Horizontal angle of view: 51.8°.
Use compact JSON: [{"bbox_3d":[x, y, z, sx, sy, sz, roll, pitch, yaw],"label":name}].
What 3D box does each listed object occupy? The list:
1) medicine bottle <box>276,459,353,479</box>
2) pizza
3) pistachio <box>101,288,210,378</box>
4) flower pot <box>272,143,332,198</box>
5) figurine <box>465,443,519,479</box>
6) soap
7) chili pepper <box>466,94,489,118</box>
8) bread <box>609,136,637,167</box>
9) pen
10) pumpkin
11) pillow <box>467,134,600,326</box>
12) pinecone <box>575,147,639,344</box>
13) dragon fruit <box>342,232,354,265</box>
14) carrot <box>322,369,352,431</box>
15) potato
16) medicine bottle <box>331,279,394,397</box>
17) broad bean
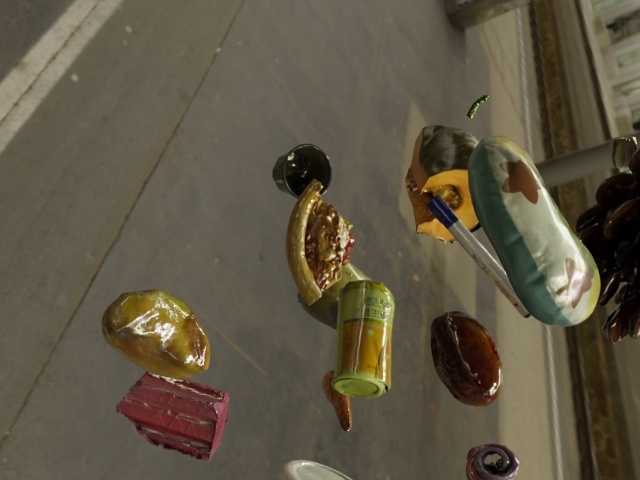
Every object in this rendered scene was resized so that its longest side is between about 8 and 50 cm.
[{"bbox_3d":[-0.023,0.730,1.700,0.253,0.253,0.240,23,89,-55],"label":"medicine bottle"},{"bbox_3d":[-0.006,0.002,1.328,0.134,0.056,0.271,18,62,-11],"label":"pizza"},{"bbox_3d":[-0.246,0.139,0.980,0.189,0.110,0.100,37,34,-36],"label":"pistachio"},{"bbox_3d":[-0.060,-0.189,1.834,0.158,0.107,0.157,-3,97,-31],"label":"flower pot"},{"bbox_3d":[0.394,0.552,1.541,0.126,0.114,0.157,-123,-150,-48],"label":"figurine"},{"bbox_3d":[-0.350,0.403,1.552,0.099,0.250,0.162,-60,166,-67],"label":"soap"},{"bbox_3d":[0.433,-0.374,1.823,0.022,0.083,0.027,24,35,-20],"label":"chili pepper"},{"bbox_3d":[0.580,-0.170,1.264,0.109,0.043,0.062,-19,103,-70],"label":"bread"},{"bbox_3d":[0.286,0.027,1.179,0.269,0.033,0.033,51,26,12],"label":"pen"},{"bbox_3d":[0.370,-0.164,1.859,0.303,0.257,0.225,101,-18,-51],"label":"pumpkin"},{"bbox_3d":[0.240,-0.013,0.749,0.233,0.086,0.214,61,23,2],"label":"pillow"},{"bbox_3d":[0.599,0.024,1.070,0.398,0.398,0.397,37,44,-47],"label":"pinecone"},{"bbox_3d":[0.009,0.002,1.697,0.125,0.125,0.246,51,9,26],"label":"dragon fruit"},{"bbox_3d":[0.038,0.344,1.435,0.256,0.061,0.061,-106,173,-79],"label":"carrot"},{"bbox_3d":[0.071,0.172,1.906,0.308,0.210,0.173,33,38,-17],"label":"potato"},{"bbox_3d":[0.090,0.195,1.359,0.124,0.124,0.238,42,44,-44],"label":"medicine bottle"},{"bbox_3d":[0.244,0.200,1.116,0.084,0.114,0.165,-9,83,-48],"label":"broad bean"}]
